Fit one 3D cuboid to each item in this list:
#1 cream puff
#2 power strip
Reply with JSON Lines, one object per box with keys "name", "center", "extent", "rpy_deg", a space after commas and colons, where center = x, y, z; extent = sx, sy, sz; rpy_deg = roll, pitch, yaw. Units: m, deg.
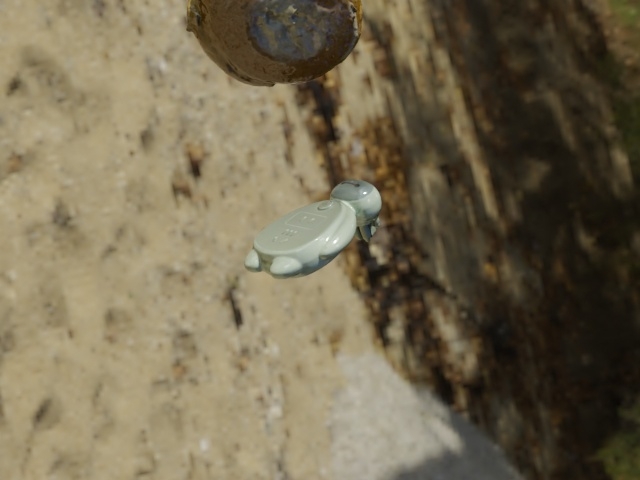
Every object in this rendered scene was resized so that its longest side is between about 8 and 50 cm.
{"name": "cream puff", "center": [-0.033, -0.185, 1.156], "extent": [0.144, 0.126, 0.103], "rpy_deg": [25, 25, -20]}
{"name": "power strip", "center": [0.000, 0.000, 0.793], "extent": [0.083, 0.055, 0.035], "rpy_deg": [-37, 121, -30]}
